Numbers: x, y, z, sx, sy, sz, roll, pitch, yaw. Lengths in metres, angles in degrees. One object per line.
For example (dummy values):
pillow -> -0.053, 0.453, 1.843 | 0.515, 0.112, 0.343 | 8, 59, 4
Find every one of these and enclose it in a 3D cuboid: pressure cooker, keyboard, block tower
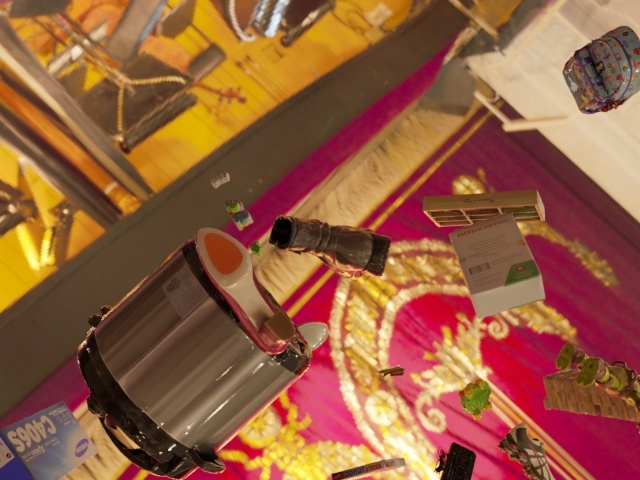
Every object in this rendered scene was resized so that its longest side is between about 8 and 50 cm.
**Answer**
pressure cooker -> -0.279, 0.242, 1.514 | 0.420, 0.375, 0.370 | -43, -163, 1
keyboard -> 0.338, 0.582, 1.901 | 0.192, 0.100, 0.038 | -54, 161, -55
block tower -> 0.721, 0.391, 1.910 | 0.091, 0.097, 0.335 | -14, -179, -32

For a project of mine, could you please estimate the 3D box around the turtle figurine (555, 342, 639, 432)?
turtle figurine -> 0.577, 0.283, 1.456 | 0.087, 0.217, 0.269 | -53, -152, 18

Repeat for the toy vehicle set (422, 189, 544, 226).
toy vehicle set -> 0.394, -0.075, 1.799 | 0.166, 0.267, 0.035 | 29, 61, -64

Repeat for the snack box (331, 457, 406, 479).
snack box -> 0.103, 0.500, 1.629 | 0.064, 0.022, 0.178 | 7, 153, -39

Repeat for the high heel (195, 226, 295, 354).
high heel -> -0.136, 0.089, 1.270 | 0.082, 0.244, 0.117 | -42, 176, -28

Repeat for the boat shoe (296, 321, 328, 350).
boat shoe -> -0.091, 0.301, 2.228 | 0.254, 0.095, 0.079 | -23, -162, -34

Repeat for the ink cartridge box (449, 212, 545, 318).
ink cartridge box -> 0.392, 0.053, 1.677 | 0.154, 0.093, 0.212 | -19, -138, 8

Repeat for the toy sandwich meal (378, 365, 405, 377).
toy sandwich meal -> 0.213, 0.394, 2.232 | 0.085, 0.029, 0.085 | -13, 173, -2

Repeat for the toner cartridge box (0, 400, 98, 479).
toner cartridge box -> -0.653, 0.491, 1.753 | 0.075, 0.165, 0.348 | -35, 177, 1

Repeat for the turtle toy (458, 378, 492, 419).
turtle toy -> 0.428, 0.428, 2.062 | 0.130, 0.095, 0.066 | -27, -169, -37

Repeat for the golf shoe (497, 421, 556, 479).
golf shoe -> 0.720, 0.731, 2.492 | 0.120, 0.273, 0.105 | -45, -168, -16

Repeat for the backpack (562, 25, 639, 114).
backpack -> 0.625, -0.372, 1.622 | 0.117, 0.158, 0.173 | -19, 172, -10

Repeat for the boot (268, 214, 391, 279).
boot -> 0.000, 0.000, 1.546 | 0.338, 0.223, 0.118 | 154, -50, -78

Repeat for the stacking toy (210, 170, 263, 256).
stacking toy -> -0.213, -0.073, 1.983 | 0.052, 0.167, 0.221 | -31, -147, -5
